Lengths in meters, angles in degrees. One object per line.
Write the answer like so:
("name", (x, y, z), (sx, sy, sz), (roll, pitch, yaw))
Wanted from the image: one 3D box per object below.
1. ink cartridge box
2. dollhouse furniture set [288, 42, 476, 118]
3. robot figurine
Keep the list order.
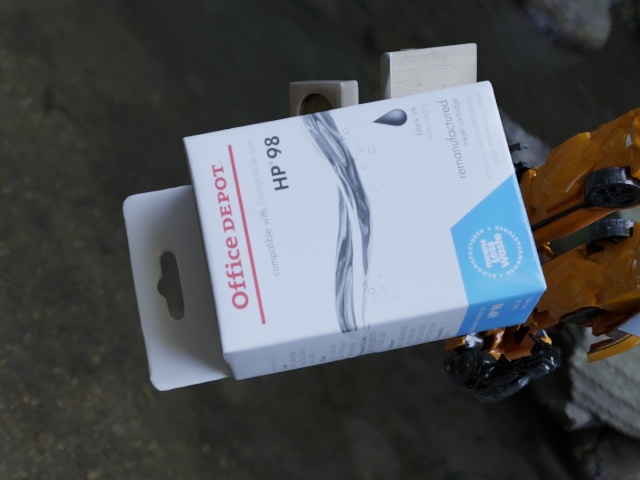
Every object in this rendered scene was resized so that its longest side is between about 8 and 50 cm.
("ink cartridge box", (0.000, 0.000, 0.532), (0.060, 0.180, 0.104), (91, -13, -73))
("dollhouse furniture set", (0.019, -0.068, 0.848), (0.123, 0.151, 0.144), (-19, 111, -55))
("robot figurine", (0.189, 0.014, 0.908), (0.085, 0.291, 0.211), (16, 65, -24))
